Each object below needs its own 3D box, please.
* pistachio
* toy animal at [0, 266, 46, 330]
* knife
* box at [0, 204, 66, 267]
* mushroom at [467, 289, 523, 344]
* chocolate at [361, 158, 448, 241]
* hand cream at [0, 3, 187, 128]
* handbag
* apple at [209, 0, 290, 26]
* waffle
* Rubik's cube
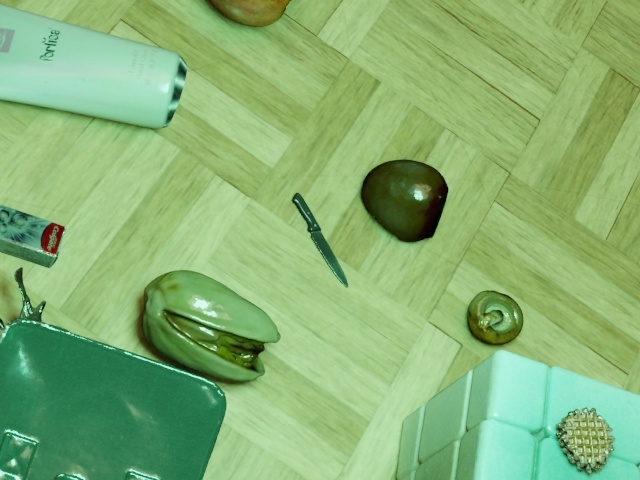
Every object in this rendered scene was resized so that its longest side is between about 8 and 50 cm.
[{"bbox_3d":[-0.159,0.121,1.896,0.206,0.131,0.129,27,104,-14],"label":"pistachio"},{"bbox_3d":[-0.400,0.146,1.812,0.105,0.070,0.202,-28,85,-9],"label":"toy animal"},{"bbox_3d":[0.000,0.000,2.072,0.023,0.010,0.170,-25,79,-30],"label":"knife"},{"bbox_3d":[-0.471,-0.024,1.879,0.218,0.039,0.055,19,59,-13],"label":"box"},{"bbox_3d":[0.262,0.121,2.077,0.129,0.072,0.088,-4,80,-59],"label":"mushroom"},{"bbox_3d":[0.130,-0.068,2.114,0.133,0.127,0.124,14,31,-1],"label":"chocolate"},{"bbox_3d":[-0.383,-0.262,1.992,0.358,0.118,0.185,12,62,-9],"label":"hand cream"},{"bbox_3d":[-0.302,0.252,1.762,0.326,0.089,0.238,20,79,-13],"label":"handbag"},{"bbox_3d":[-0.092,-0.442,2.138,0.164,0.209,0.209,41,58,-5],"label":"apple"},{"bbox_3d":[0.340,0.255,1.707,0.075,0.029,0.083,-39,87,-30],"label":"waffle"},{"bbox_3d":[0.293,0.379,1.831,0.321,0.319,0.316,18,60,-14],"label":"Rubik's cube"}]
